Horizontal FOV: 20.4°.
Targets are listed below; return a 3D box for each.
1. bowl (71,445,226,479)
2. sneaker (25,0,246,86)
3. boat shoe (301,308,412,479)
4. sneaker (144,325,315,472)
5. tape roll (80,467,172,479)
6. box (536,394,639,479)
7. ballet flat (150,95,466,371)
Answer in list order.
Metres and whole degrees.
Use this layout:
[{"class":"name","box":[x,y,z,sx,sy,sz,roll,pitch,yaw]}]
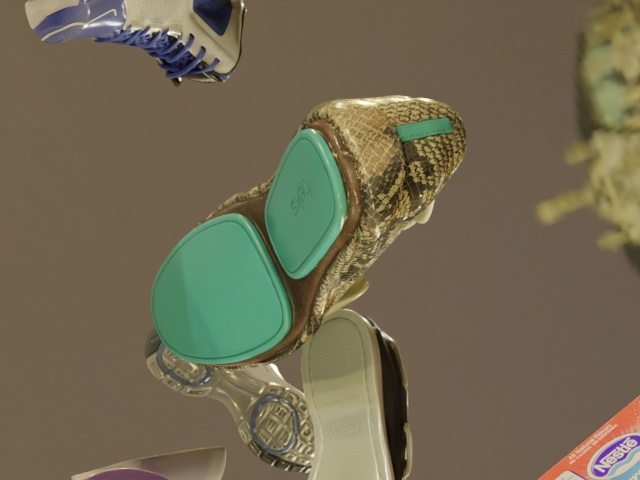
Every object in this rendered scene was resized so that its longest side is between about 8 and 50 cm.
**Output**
[{"class":"bowl","box":[-0.185,0.267,1.961,0.142,0.142,0.053,-3,-101,-47]},{"class":"sneaker","box":[-0.178,-0.256,2.073,0.315,0.127,0.182,-32,-72,-48]},{"class":"boat shoe","box":[0.043,0.220,1.746,0.091,0.114,0.303,27,-118,-54]},{"class":"sneaker","box":[-0.088,0.187,2.341,0.297,0.111,0.129,41,-158,-5]},{"class":"tape roll","box":[-0.194,0.368,1.747,0.275,0.090,0.275,26,-128,-37]},{"class":"box","box":[0.278,0.264,1.551,0.300,0.154,0.142,-36,-52,-24]},{"class":"ballet flat","box":[0.000,0.000,1.656,0.182,0.483,0.164,-15,-104,-29]}]
